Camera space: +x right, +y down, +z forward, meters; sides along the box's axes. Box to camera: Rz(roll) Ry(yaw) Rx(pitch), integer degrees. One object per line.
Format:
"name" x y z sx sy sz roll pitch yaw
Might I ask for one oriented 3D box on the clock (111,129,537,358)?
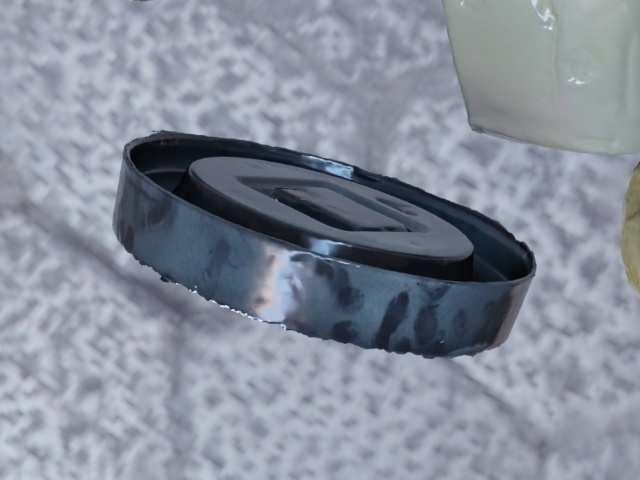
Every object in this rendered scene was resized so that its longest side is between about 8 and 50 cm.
"clock" 0.000 -0.001 1.393 0.312 0.312 0.061 20 104 14

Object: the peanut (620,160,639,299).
"peanut" 0.271 0.046 1.275 0.229 0.098 0.103 57 176 -3

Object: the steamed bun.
"steamed bun" 0.180 -0.173 1.377 0.200 0.170 0.225 20 138 22
